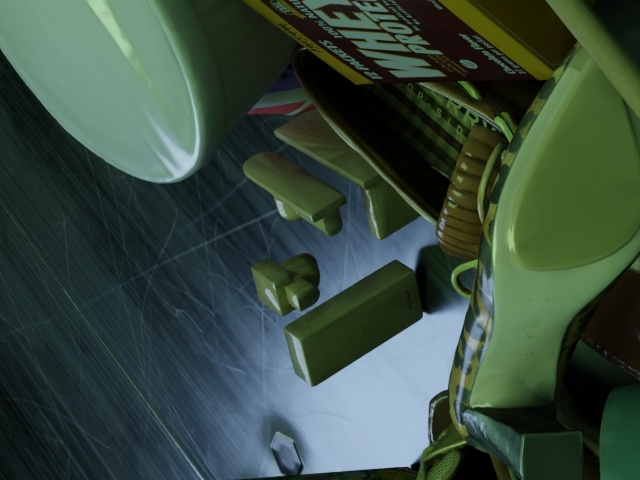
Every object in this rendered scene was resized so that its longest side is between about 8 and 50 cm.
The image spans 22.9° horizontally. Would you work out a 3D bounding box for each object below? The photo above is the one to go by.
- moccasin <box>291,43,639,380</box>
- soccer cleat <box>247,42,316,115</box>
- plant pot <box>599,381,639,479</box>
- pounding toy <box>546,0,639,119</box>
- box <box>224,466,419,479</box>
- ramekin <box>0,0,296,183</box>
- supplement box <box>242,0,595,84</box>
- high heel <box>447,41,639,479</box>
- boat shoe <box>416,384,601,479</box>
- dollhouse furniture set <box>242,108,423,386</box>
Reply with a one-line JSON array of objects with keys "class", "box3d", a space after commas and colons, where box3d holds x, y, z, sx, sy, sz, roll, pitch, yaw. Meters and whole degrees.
[{"class": "moccasin", "box3d": [0.123, -0.035, 1.055, 0.380, 0.147, 0.139, 49, 138, 26]}, {"class": "soccer cleat", "box3d": [-0.099, -0.203, 1.299, 0.318, 0.116, 0.108, 42, 137, 34]}, {"class": "plant pot", "box3d": [0.296, 0.196, 0.868, 0.195, 0.290, 0.290, -18, 92, 21]}, {"class": "pounding toy", "box3d": [0.171, -0.120, 0.719, 0.183, 0.110, 0.237, 56, 143, 20]}, {"class": "box", "box3d": [0.048, 0.295, 1.179, 0.290, 0.279, 0.177, 12, 97, 50]}, {"class": "ramekin", "box3d": [-0.131, -0.182, 1.100, 0.273, 0.127, 0.273, 39, 153, 24]}, {"class": "supplement box", "box3d": [0.074, -0.209, 0.969, 0.194, 0.129, 0.191, 6, 69, 53]}, {"class": "high heel", "box3d": [0.123, 0.007, 0.935, 0.186, 0.093, 0.261, -141, 58, -81]}, {"class": "boat shoe", "box3d": [0.126, 0.162, 1.106, 0.324, 0.120, 0.122, -160, 64, -75]}, {"class": "dollhouse furniture set", "box3d": [0.000, 0.000, 1.269, 0.123, 0.144, 0.151, 34, 147, 47]}]
